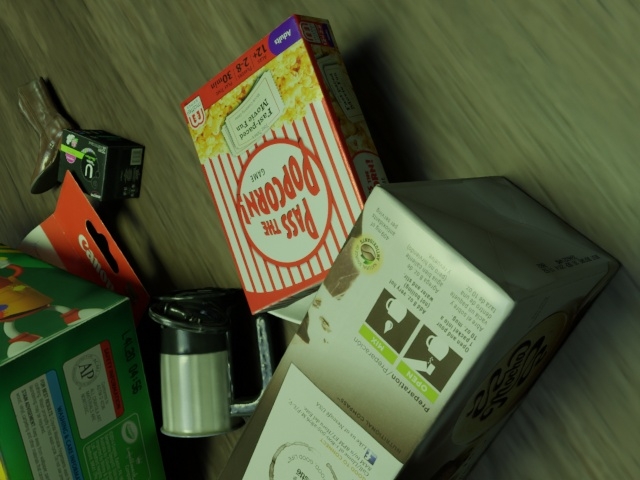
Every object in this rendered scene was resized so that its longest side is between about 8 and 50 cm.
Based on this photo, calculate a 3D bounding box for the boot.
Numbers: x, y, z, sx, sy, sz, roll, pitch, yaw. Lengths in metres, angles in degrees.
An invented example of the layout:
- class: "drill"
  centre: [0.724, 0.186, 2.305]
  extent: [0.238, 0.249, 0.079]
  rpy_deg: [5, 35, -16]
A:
- class: "boot"
  centre: [-0.344, -0.129, 0.969]
  extent: [0.106, 0.037, 0.114]
  rpy_deg: [-48, 68, 19]

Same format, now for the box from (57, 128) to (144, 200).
- class: "box"
  centre: [-0.243, -0.085, 0.881]
  extent: [0.083, 0.052, 0.062]
  rpy_deg: [21, 108, 35]

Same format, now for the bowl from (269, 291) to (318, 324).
- class: "bowl"
  centre: [0.000, 0.000, 0.687]
  extent: [0.142, 0.053, 0.142]
  rpy_deg: [12, 103, 38]

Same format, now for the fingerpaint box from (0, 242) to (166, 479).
- class: "fingerpaint box"
  centre: [-0.336, 0.233, 0.864]
  extent: [0.371, 0.163, 0.445]
  rpy_deg: [15, 122, 38]

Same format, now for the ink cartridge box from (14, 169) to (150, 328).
- class: "ink cartridge box"
  centre: [-0.287, 0.066, 0.901]
  extent: [0.189, 0.066, 0.232]
  rpy_deg: [53, 141, 19]

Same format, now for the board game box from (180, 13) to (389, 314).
- class: "board game box"
  centre: [-0.024, -0.056, 0.635]
  extent: [0.146, 0.045, 0.194]
  rpy_deg: [-28, 78, 39]

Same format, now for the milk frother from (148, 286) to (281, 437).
- class: "milk frother"
  centre: [-0.116, 0.116, 0.740]
  extent: [0.129, 0.143, 0.135]
  rpy_deg: [-3, 91, 33]

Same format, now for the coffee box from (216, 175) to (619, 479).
- class: "coffee box"
  centre: [0.059, 0.108, 0.577]
  extent: [0.119, 0.168, 0.297]
  rpy_deg: [43, 120, 28]
